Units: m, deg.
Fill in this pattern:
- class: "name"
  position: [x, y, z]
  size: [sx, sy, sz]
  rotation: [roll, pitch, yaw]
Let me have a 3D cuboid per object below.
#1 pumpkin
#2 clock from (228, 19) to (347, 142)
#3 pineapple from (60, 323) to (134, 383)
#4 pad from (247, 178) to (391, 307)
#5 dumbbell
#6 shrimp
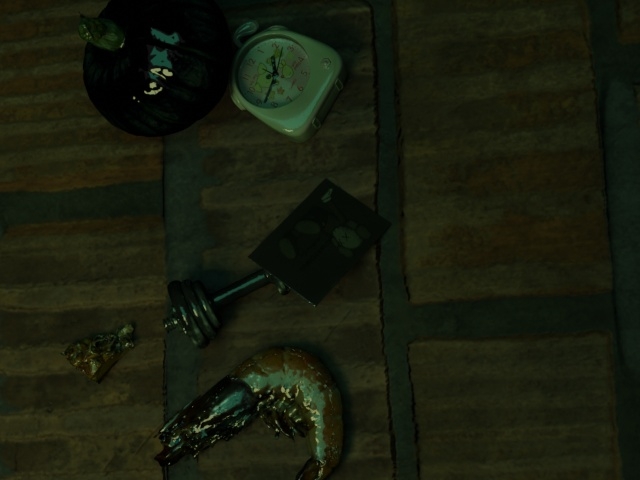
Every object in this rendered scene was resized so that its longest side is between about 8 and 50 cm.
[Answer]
- class: "pumpkin"
  position: [-0.267, -0.287, 1.910]
  size: [0.248, 0.248, 0.248]
  rotation: [-2, 79, 12]
- class: "clock"
  position: [-0.067, -0.252, 1.962]
  size: [0.191, 0.062, 0.151]
  rotation: [30, 87, 16]
- class: "pineapple"
  position: [-0.326, 0.173, 1.942]
  size: [0.114, 0.114, 0.077]
  rotation: [-34, 111, -12]
- class: "pad"
  position: [0.000, 0.000, 1.883]
  size: [0.127, 0.004, 0.190]
  rotation: [35, 61, 15]
- class: "dumbbell"
  position: [-0.118, 0.070, 1.893]
  size: [0.254, 0.110, 0.110]
  rotation: [-27, 75, 0]
- class: "shrimp"
  position: [-0.096, 0.291, 1.865]
  size: [0.290, 0.054, 0.222]
  rotation: [-29, 75, 1]
